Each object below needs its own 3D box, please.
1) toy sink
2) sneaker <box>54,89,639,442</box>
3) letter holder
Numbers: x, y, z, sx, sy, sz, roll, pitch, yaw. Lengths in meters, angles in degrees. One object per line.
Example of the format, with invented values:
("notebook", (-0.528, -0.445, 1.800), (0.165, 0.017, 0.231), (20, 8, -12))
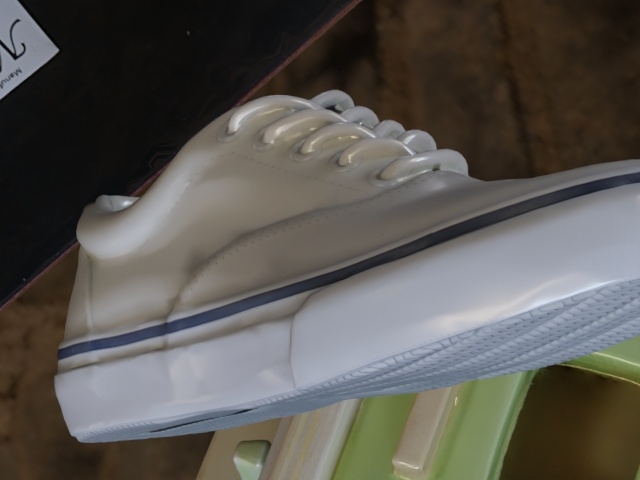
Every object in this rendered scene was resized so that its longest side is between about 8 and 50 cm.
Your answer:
("toy sink", (0.055, 0.087, 0.762), (0.234, 0.131, 0.152), (14, -116, 17))
("sneaker", (0.000, 0.000, 0.565), (0.258, 0.094, 0.091), (-16, -101, 47))
("letter holder", (-0.119, -0.083, 0.830), (0.302, 0.152, 0.214), (-42, -175, -11))
